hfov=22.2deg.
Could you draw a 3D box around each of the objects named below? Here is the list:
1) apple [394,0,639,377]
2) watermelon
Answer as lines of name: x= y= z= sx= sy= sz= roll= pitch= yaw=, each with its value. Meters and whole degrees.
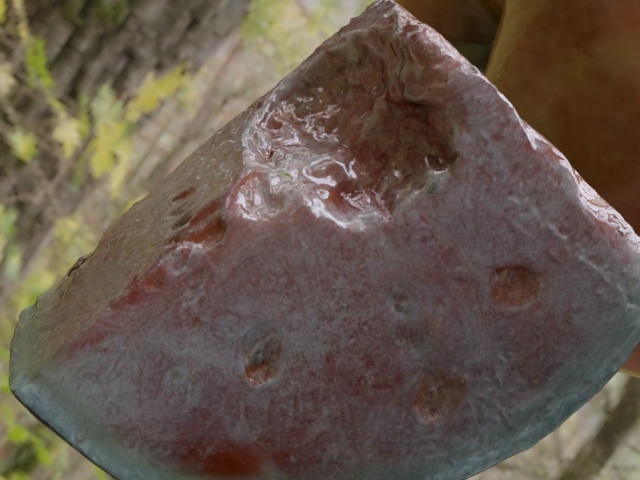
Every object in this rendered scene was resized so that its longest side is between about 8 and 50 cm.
apple: x=0.225 y=-0.099 z=1.071 sx=0.346 sy=0.391 sz=0.391 roll=1 pitch=16 yaw=-21
watermelon: x=0.000 y=0.000 z=0.785 sx=0.318 sy=0.226 sz=0.148 roll=-9 pitch=28 yaw=-16
